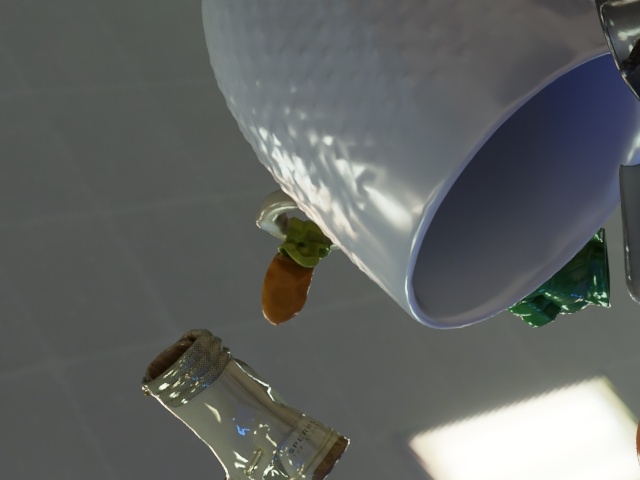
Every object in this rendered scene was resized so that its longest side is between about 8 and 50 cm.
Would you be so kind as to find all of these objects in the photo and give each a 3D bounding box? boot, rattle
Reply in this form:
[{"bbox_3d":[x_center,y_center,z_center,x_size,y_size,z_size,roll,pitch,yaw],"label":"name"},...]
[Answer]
[{"bbox_3d":[-0.100,0.192,1.837,0.203,0.262,0.095,39,-114,-6],"label":"boot"},{"bbox_3d":[0.000,0.000,2.055,0.130,0.199,0.143,45,-126,-24],"label":"rattle"}]

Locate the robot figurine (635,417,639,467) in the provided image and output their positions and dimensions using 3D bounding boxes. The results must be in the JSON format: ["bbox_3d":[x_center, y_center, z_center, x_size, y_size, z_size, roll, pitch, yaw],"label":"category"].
[{"bbox_3d":[0.316,0.166,1.271,0.158,0.128,0.219,1,-151,-37],"label":"robot figurine"}]

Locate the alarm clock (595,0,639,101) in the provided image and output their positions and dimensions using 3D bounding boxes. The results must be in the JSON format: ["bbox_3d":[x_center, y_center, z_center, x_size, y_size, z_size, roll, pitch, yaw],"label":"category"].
[{"bbox_3d":[0.188,-0.141,0.849,0.129,0.064,0.192,32,-125,-43],"label":"alarm clock"}]

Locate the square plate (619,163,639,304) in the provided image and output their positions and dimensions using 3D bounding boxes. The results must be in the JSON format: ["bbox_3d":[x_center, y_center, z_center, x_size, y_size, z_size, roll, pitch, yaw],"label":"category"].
[{"bbox_3d":[0.356,0.067,1.185,0.347,0.049,0.344,34,-162,-1],"label":"square plate"}]

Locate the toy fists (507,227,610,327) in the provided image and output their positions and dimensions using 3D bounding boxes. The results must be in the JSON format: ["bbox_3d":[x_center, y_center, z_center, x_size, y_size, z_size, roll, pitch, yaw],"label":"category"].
[{"bbox_3d":[0.246,0.009,1.968,0.142,0.279,0.096,-3,-119,12],"label":"toy fists"}]

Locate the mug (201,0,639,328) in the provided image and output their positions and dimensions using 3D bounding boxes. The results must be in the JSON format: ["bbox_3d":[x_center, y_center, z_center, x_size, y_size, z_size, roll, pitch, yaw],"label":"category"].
[{"bbox_3d":[0.092,-0.174,1.400,0.328,0.374,0.276,45,-156,28],"label":"mug"}]
